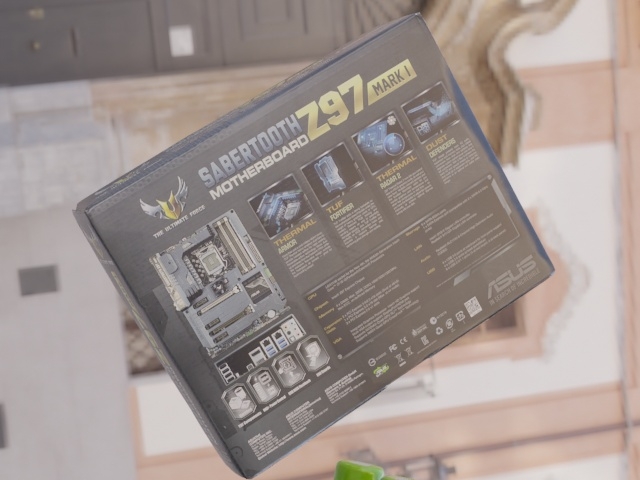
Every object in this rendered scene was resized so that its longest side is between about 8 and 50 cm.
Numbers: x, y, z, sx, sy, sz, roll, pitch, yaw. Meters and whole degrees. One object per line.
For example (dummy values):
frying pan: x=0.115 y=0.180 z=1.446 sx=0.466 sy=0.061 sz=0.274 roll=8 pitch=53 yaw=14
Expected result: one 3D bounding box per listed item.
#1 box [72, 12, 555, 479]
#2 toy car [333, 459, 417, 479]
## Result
box: x=0.000 y=0.000 z=0.766 sx=0.183 sy=0.233 sz=0.059 roll=60 pitch=-15 yaw=-12
toy car: x=0.104 y=0.319 z=1.333 sx=0.149 sy=0.188 sz=0.155 roll=8 pitch=-94 yaw=56
